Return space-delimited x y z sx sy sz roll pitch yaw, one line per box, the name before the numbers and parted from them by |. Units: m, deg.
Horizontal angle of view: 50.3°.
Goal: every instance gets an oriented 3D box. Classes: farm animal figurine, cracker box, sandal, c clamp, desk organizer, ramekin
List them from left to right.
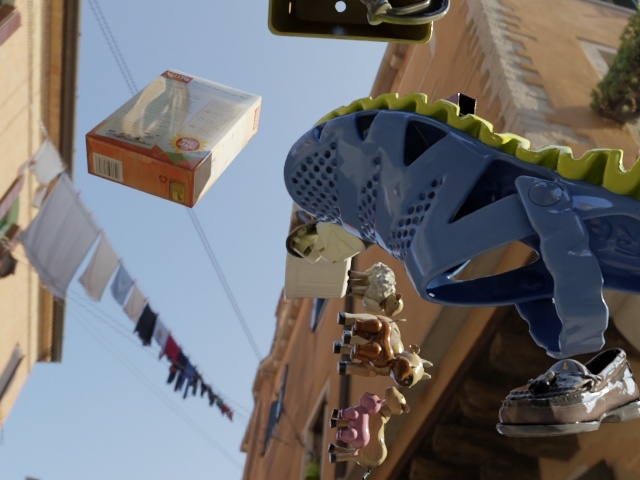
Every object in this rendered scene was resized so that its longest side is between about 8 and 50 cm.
cracker box | -0.199 -0.152 0.965 0.156 0.232 0.067 19 -50 9
ramekin | 0.000 0.000 1.512 0.135 0.277 0.277 6 -50 0
c clamp | 0.031 -0.234 0.585 0.160 0.137 0.022 48 -37 14
farm animal figurine | 0.120 0.256 1.341 0.172 0.327 0.330 7 -58 -7
desk organizer | 0.252 -0.204 1.265 0.047 0.130 0.050 15 -17 -24
sandal | 0.098 -0.014 0.485 0.317 0.138 0.126 16 -36 31

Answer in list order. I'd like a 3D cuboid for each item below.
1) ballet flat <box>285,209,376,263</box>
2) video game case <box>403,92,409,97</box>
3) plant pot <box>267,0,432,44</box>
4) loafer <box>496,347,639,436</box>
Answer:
ballet flat | 0.014 -0.004 0.765 0.074 0.074 0.203 35 -17 -22
video game case | 0.120 -0.137 0.983 0.087 0.011 0.122 39 -72 -2
plant pot | 0.037 -0.381 0.943 0.212 0.187 0.212 2 -78 -4
loafer | 0.312 0.187 0.856 0.302 0.095 0.109 7 -14 -44
